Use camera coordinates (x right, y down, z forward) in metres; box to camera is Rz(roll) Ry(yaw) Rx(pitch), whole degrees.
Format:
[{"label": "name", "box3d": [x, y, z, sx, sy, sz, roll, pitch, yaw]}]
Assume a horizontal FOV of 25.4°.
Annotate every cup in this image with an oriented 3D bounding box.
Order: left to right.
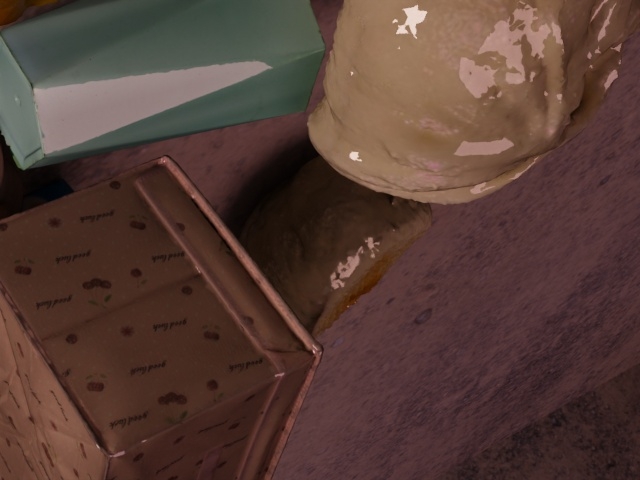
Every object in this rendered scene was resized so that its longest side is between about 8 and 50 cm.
[{"label": "cup", "box3d": [-0.132, -0.141, 1.086, 0.236, 0.148, 0.134, -19, 179, -29]}]

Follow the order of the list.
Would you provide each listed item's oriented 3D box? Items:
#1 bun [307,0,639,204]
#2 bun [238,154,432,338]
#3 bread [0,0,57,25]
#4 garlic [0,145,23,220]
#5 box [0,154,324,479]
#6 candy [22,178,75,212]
[{"label": "bun", "box3d": [0.142, -0.199, 1.101, 0.365, 0.219, 0.365, 22, 90, -86]}, {"label": "bun", "box3d": [0.000, 0.000, 1.522, 0.244, 0.153, 0.244, -47, 175, -5]}, {"label": "bread", "box3d": [-0.179, -0.243, 0.762, 0.333, 0.160, 0.333, -29, 156, -14]}, {"label": "garlic", "box3d": [-0.288, -0.032, 1.110, 0.124, 0.099, 0.174, -41, 161, -26]}, {"label": "box", "box3d": [-0.164, 0.122, 1.162, 0.190, 0.225, 0.297, -24, 153, -31]}, {"label": "candy", "box3d": [-0.336, 0.073, 1.237, 0.306, 0.100, 0.157, -25, 153, -25]}]
